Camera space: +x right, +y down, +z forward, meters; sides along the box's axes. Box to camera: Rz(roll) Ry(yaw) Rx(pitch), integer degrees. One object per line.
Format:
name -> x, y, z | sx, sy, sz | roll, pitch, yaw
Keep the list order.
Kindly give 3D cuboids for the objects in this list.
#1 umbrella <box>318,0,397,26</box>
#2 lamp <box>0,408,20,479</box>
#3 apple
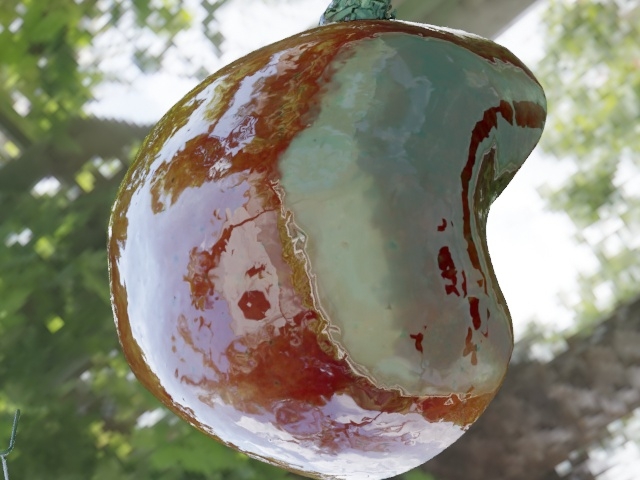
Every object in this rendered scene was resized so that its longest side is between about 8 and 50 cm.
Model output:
umbrella -> 0.033, -0.084, 1.664 | 0.154, 0.128, 0.337 | 34, -112, -49
lamp -> -0.264, 0.204, 1.610 | 0.041, 0.121, 0.054 | -9, -141, -10
apple -> 0.000, 0.000, 1.431 | 0.329, 0.365, 0.295 | -37, -70, -37
